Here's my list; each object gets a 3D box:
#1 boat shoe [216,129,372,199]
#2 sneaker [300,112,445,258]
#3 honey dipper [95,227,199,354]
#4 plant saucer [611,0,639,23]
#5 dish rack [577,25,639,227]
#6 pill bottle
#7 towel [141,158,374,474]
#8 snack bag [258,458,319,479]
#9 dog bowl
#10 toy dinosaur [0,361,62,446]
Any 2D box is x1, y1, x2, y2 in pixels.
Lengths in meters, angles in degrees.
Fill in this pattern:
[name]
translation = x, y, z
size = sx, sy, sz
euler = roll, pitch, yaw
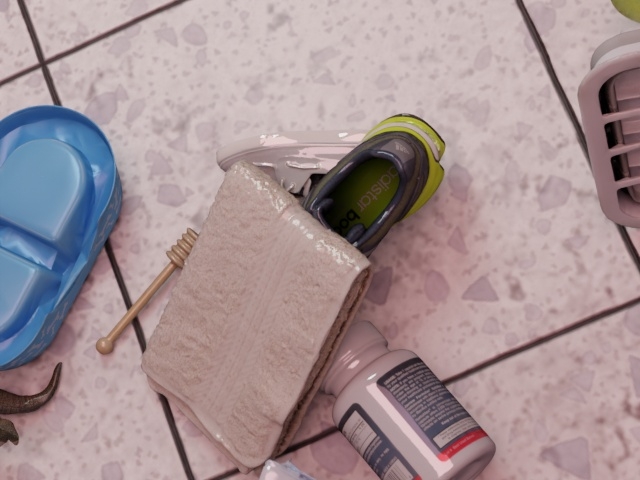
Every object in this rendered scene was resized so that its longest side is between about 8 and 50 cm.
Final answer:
[boat shoe]
translation = -0.016, -0.074, 1.901
size = 0.184, 0.066, 0.063
euler = -2, 76, 3
[sneaker]
translation = 0.000, 0.000, 1.820
size = 0.111, 0.121, 0.300
euler = 39, 105, 8
[honey dipper]
translation = -0.179, 0.055, 1.921
size = 0.030, 0.030, 0.161
euler = 42, 90, 18
[plant saucer]
translation = 0.396, -0.270, 1.776
size = 0.240, 0.241, 0.037
euler = -11, 120, 7
[dish rack]
translation = 0.411, -0.132, 1.712
size = 0.332, 0.285, 0.072
euler = -9, 56, 10
[pill bottle]
translation = 0.075, 0.169, 1.795
size = 0.108, 0.108, 0.180
euler = -41, 72, 1
[towel]
translation = -0.069, 0.080, 1.800
size = 0.187, 0.049, 0.282
euler = 40, 123, 25
[snack bag]
translation = 0.026, 0.420, 1.731
size = 0.323, 0.037, 0.343
euler = 26, 80, -2
[dog bowl]
translation = -0.314, 0.005, 1.933
size = 0.166, 0.074, 0.297
euler = 24, 80, 18
[toy dinosaur]
translation = -0.408, 0.206, 1.889
size = 0.313, 0.121, 0.160
euler = -48, 38, -15
